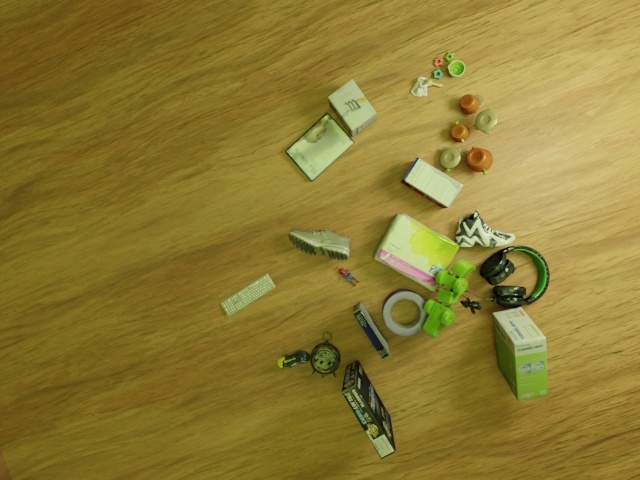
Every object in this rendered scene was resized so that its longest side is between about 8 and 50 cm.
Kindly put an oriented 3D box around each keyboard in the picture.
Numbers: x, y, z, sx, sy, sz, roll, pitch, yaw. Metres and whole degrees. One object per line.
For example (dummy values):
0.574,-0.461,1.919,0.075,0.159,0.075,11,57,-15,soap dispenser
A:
-0.324,0.244,1.871,0.256,0.014,0.072,-33,89,5,keyboard

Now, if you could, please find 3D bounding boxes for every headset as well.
0.747,0.172,1.686,0.394,0.185,0.243,-25,89,-5,headset

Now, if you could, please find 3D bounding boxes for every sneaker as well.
0.000,0.000,1.811,0.281,0.105,0.115,17,59,9,sneaker
-0.118,0.527,1.845,0.144,0.059,0.053,-10,62,-11,sneaker
0.679,-0.056,1.730,0.235,0.094,0.153,-2,100,15,sneaker

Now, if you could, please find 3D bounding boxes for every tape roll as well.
0.358,0.304,1.778,0.189,0.080,0.189,0,91,6,tape roll

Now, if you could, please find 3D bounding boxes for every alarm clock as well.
0.021,0.498,1.825,0.129,0.064,0.192,5,89,5,alarm clock

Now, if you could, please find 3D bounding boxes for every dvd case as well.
-0.005,-0.405,1.820,0.253,0.022,0.180,-42,88,5,dvd case

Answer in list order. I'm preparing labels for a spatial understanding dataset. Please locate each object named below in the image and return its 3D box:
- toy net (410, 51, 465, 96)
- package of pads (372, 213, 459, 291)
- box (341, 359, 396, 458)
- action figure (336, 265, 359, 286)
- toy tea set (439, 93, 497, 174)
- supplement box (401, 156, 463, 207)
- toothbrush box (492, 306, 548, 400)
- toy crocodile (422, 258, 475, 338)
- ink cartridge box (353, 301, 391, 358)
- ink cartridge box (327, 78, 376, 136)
0.480,-0.696,1.756,0.232,0.045,0.122,-29,89,5,toy net
0.399,0.042,1.756,0.296,0.101,0.229,28,94,3,package of pads
0.194,0.668,1.695,0.073,0.295,0.293,-29,88,6,box
0.116,0.152,1.822,0.115,0.030,0.038,40,100,5,action figure
0.635,-0.434,1.736,0.200,0.124,0.336,19,97,34,toy tea set
0.458,-0.236,1.738,0.220,0.111,0.114,31,94,4,supplement box
0.777,0.440,1.636,0.122,0.206,0.283,-14,112,6,toothbrush box
0.510,0.232,1.678,0.115,0.105,0.341,28,100,48,toy crocodile
0.208,0.371,1.721,0.045,0.224,0.223,-33,88,5,ink cartridge box
0.134,-0.548,1.750,0.127,0.128,0.176,-34,89,5,ink cartridge box
